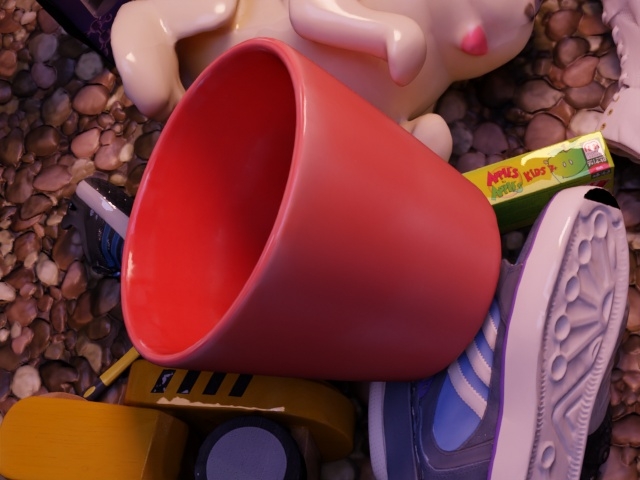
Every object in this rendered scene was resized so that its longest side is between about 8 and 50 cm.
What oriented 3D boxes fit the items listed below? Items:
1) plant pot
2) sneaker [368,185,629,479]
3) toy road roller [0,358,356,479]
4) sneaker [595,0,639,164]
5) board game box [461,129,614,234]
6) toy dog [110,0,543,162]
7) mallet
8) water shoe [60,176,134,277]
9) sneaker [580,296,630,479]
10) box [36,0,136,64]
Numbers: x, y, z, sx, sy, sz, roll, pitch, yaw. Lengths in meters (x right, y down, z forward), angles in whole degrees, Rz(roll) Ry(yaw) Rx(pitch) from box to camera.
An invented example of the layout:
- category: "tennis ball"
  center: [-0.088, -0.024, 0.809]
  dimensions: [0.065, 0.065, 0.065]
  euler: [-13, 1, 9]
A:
- category: "plant pot"
  center: [0.000, 0.000, 0.839]
  dimensions: [0.275, 0.243, 0.275]
  euler: [-31, 50, 45]
- category: "sneaker"
  center: [0.134, 0.099, 0.913]
  dimensions: [0.236, 0.130, 0.323]
  euler: [11, 89, 48]
- category: "toy road roller"
  center: [-0.129, 0.172, 0.975]
  dimensions: [0.329, 0.202, 0.241]
  euler: [2, 61, 11]
- category: "sneaker"
  center: [0.318, -0.177, 1.003]
  dimensions: [0.169, 0.108, 0.292]
  euler: [-51, 42, 21]
- category: "board game box"
  center: [0.201, -0.048, 1.003]
  dimensions: [0.181, 0.092, 0.043]
  euler: [-18, 68, 10]
- category: "toy dog"
  center: [0.040, -0.222, 1.039]
  dimensions: [0.407, 0.285, 0.395]
  euler: [-20, 35, 10]
- category: "mallet"
  center: [-0.228, 0.157, 1.092]
  dimensions: [0.062, 0.039, 0.190]
  euler: [41, 92, 21]
- category: "water shoe"
  center: [-0.216, 0.014, 1.124]
  dimensions: [0.203, 0.073, 0.080]
  euler: [45, 110, 27]
- category: "sneaker"
  center: [0.232, 0.148, 0.946]
  dimensions: [0.086, 0.085, 0.237]
  euler: [5, 76, 45]
- category: "box"
  center: [-0.235, -0.371, 1.182]
  dimensions: [0.103, 0.184, 0.261]
  euler: [36, 85, 20]
